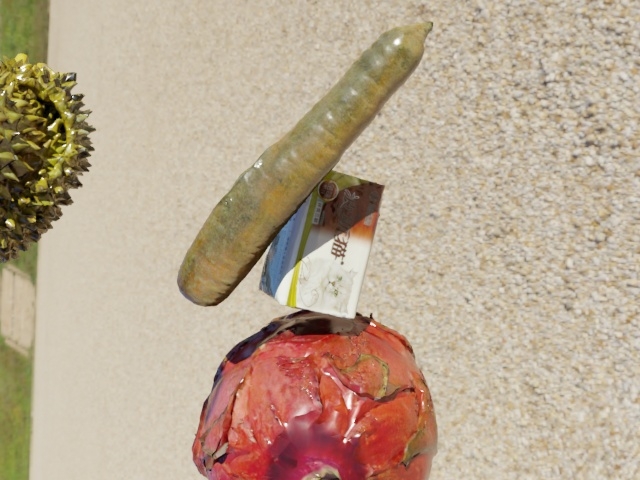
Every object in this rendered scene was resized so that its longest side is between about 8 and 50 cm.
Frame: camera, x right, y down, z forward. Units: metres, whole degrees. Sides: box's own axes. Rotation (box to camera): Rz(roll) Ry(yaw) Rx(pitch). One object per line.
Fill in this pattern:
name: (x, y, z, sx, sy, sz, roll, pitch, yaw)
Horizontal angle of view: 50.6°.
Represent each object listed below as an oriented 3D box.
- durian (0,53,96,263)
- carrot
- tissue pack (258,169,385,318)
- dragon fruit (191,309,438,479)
durian: (-0.401, -0.089, 0.774, 0.258, 0.293, 0.258, 19, 123, 32)
carrot: (-0.021, -0.074, 0.628, 0.342, 0.070, 0.070, -49, 37, 12)
tissue pack: (0.001, 0.000, 0.747, 0.106, 0.099, 0.148, -165, 90, -71)
dragon fruit: (-0.003, 0.222, 0.805, 0.301, 0.296, 0.295, -53, -33, -84)
